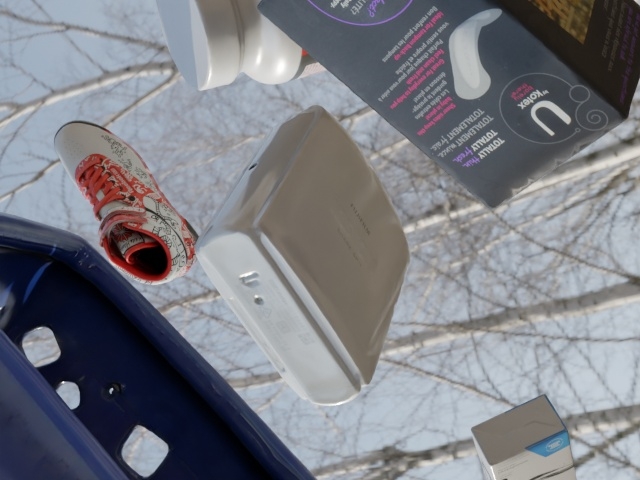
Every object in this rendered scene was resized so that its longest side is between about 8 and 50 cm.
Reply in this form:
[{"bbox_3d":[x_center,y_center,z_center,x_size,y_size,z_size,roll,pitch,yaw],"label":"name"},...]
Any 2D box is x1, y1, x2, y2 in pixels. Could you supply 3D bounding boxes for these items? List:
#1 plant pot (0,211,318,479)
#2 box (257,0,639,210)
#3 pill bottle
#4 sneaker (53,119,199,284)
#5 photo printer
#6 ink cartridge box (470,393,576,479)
[{"bbox_3d":[-0.151,0.136,0.413,0.236,0.212,0.236,46,-178,9],"label":"plant pot"},{"bbox_3d":[0.115,-0.185,0.738,0.270,0.165,0.143,40,-130,-10],"label":"box"},{"bbox_3d":[-0.018,-0.326,1.180,0.363,0.210,0.210,-21,-90,-22],"label":"pill bottle"},{"bbox_3d":[-0.274,-0.054,1.206,0.270,0.090,0.145,49,-167,-4],"label":"sneaker"},{"bbox_3d":[0.000,0.000,1.050,0.256,0.107,0.307,57,-148,-23],"label":"photo printer"},{"bbox_3d":[0.121,0.131,0.522,0.028,0.048,0.083,-115,1,-46],"label":"ink cartridge box"}]
